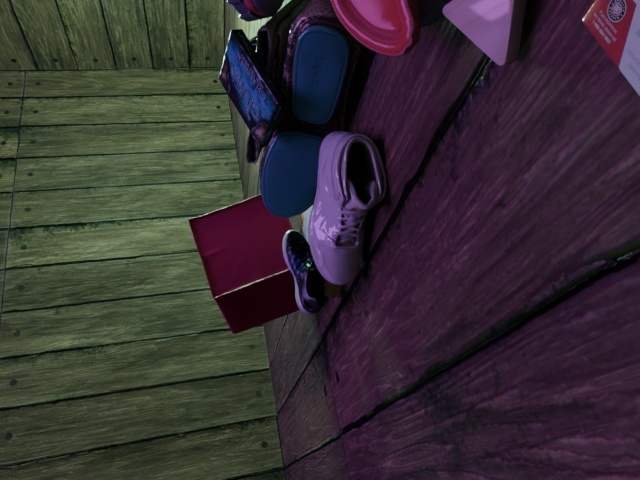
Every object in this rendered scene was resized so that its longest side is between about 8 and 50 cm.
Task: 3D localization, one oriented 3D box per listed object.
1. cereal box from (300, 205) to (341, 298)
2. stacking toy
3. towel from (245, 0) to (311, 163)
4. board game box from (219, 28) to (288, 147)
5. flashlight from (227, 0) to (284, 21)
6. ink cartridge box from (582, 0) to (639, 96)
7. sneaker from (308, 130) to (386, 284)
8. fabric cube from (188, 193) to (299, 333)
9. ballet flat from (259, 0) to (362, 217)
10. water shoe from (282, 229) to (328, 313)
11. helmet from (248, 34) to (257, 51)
[{"bbox_3d":[0.000,0.000,1.161,0.240,0.047,0.172,-116,24,-54],"label":"cereal box"},{"bbox_3d":[0.140,-0.340,0.470,0.279,0.130,0.308,39,143,33],"label":"stacking toy"},{"bbox_3d":[-0.080,-0.363,1.087,0.324,0.056,0.312,-67,-6,-48],"label":"towel"},{"bbox_3d":[-0.134,-0.291,0.932,0.186,0.026,0.126,59,146,16],"label":"board game box"},{"bbox_3d":[-0.042,-0.441,0.803,0.304,0.103,0.103,15,93,47],"label":"flashlight"},{"bbox_3d":[0.214,-0.142,0.242,0.135,0.056,0.099,105,156,-56],"label":"ink cartridge box"},{"bbox_3d":[0.044,-0.045,0.853,0.169,0.108,0.292,-136,44,-74],"label":"sneaker"},{"bbox_3d":[-0.182,0.062,1.328,0.258,0.254,0.259,83,165,-59],"label":"fabric cube"},{"bbox_3d":[-0.017,-0.259,0.986,0.482,0.164,0.182,108,175,-47],"label":"ballet flat"},{"bbox_3d":[-0.026,0.062,1.093,0.080,0.073,0.203,-34,66,50],"label":"water shoe"},{"bbox_3d":[-0.134,-0.468,1.282,0.161,0.170,0.169,-53,-28,-54],"label":"helmet"}]
